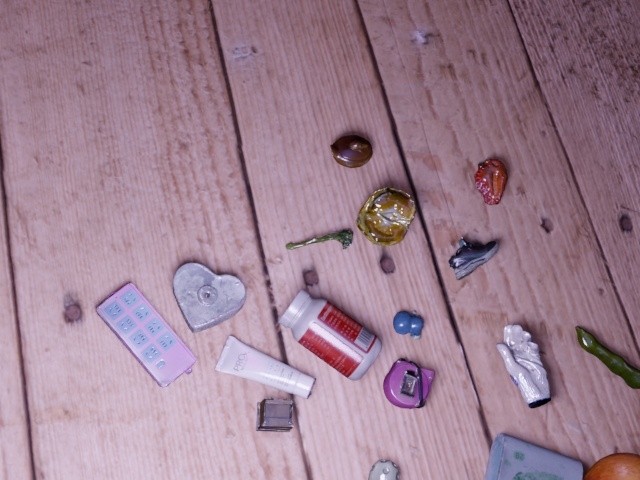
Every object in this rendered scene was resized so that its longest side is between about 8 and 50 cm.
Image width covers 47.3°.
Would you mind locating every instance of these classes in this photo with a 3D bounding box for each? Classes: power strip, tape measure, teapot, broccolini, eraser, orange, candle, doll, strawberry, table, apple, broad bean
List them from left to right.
[{"bbox_3d":[-0.423,0.231,1.777,0.109,0.037,0.279,-39,83,-24],"label":"power strip"},{"bbox_3d":[-0.289,0.150,1.827,0.192,0.068,0.168,18,67,-3],"label":"candle"},{"bbox_3d":[-0.107,0.420,1.760,0.083,0.082,0.070,6,68,-12],"label":"table"},{"bbox_3d":[0.002,-0.003,1.969,0.194,0.052,0.054,-5,67,-16],"label":"broccolini"},{"bbox_3d":[0.088,-0.258,2.073,0.129,0.078,0.098,-4,70,-15],"label":"teapot"},{"bbox_3d":[0.181,-0.062,2.005,0.170,0.112,0.160,-14,84,5],"label":"orange"},{"bbox_3d":[0.223,0.367,1.869,0.118,0.074,0.125,19,64,-6],"label":"tape measure"},{"bbox_3d":[0.234,0.218,1.945,0.083,0.050,0.076,11,63,-8],"label":"doll"},{"bbox_3d":[0.512,-0.179,2.169,0.104,0.048,0.152,-1,66,-11],"label":"strawberry"},{"bbox_3d":[0.541,0.608,1.854,0.227,0.081,0.174,21,65,-6],"label":"eraser"},{"bbox_3d":[0.814,0.335,2.048,0.256,0.052,0.053,40,24,6],"label":"broad bean"},{"bbox_3d":[0.772,0.659,1.799,0.252,0.206,0.271,-16,87,-55],"label":"apple"}]

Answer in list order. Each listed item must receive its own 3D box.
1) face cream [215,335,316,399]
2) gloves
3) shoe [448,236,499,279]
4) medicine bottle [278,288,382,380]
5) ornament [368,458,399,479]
[{"bbox_3d":[-0.131,0.322,1.810,0.244,0.058,0.092,22,70,1],"label":"face cream"},{"bbox_3d":[0.543,0.334,1.952,0.119,0.097,0.229,-8,76,-22],"label":"gloves"},{"bbox_3d":[0.422,0.033,2.054,0.169,0.071,0.099,-34,78,-20],"label":"shoe"},{"bbox_3d":[0.024,0.235,1.838,0.250,0.131,0.131,36,65,2],"label":"medicine bottle"},{"bbox_3d":[0.142,0.607,1.759,0.081,0.075,0.156,45,57,-43],"label":"ornament"}]
